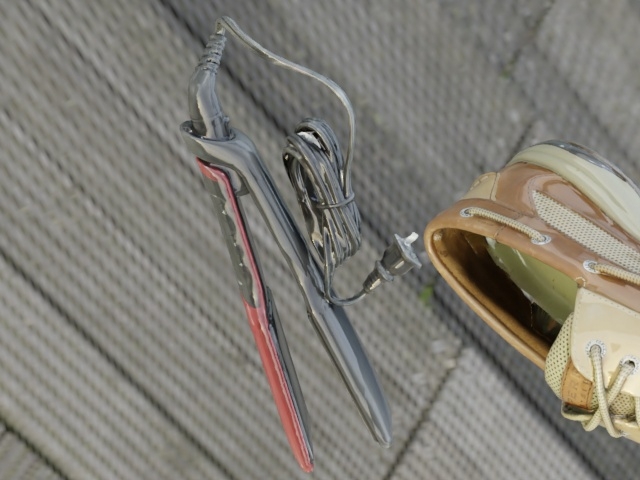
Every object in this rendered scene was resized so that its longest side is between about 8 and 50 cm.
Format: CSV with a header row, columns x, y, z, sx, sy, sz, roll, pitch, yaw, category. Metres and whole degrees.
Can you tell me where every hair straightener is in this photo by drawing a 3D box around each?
x,y,z,sx,sy,sz,roll,pitch,yaw,category
0.000,0.000,0.801,0.047,0.089,0.230,-95,169,-65,hair straightener

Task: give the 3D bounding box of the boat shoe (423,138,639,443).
x,y,z,sx,sy,sz,roll,pitch,yaw,category
0.180,0.065,0.978,0.120,0.324,0.122,-23,132,-27,boat shoe
